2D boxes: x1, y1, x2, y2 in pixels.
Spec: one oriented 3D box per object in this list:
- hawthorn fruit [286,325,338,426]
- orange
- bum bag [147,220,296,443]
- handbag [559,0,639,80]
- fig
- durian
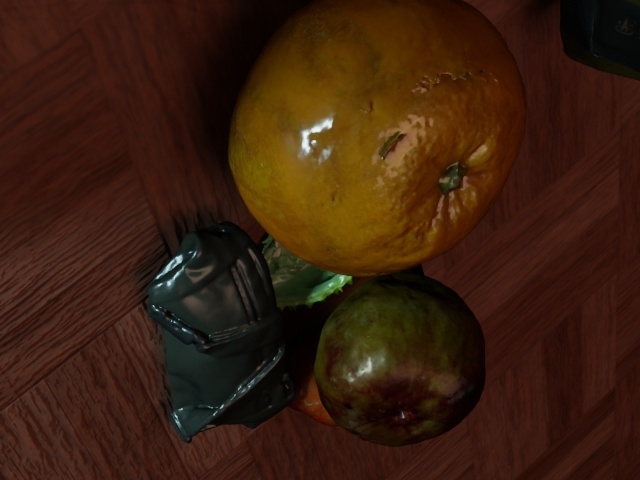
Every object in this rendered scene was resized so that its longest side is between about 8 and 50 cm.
[{"bbox_3d":[0.010,0.155,1.522,0.128,0.128,0.128,-30,141,-28],"label":"hawthorn fruit"},{"bbox_3d":[0.053,-0.104,1.220,0.284,0.226,0.284,-27,141,-24],"label":"orange"},{"bbox_3d":[-0.104,0.111,1.360,0.142,0.080,0.326,-23,138,-13],"label":"bum bag"},{"bbox_3d":[0.382,-0.306,1.387,0.222,0.263,0.241,-51,147,-27],"label":"handbag"},{"bbox_3d":[0.104,0.077,1.414,0.290,0.190,0.191,-67,152,-22],"label":"fig"},{"bbox_3d":[0.000,0.000,1.397,0.100,0.086,0.215,32,100,-42],"label":"durian"}]
